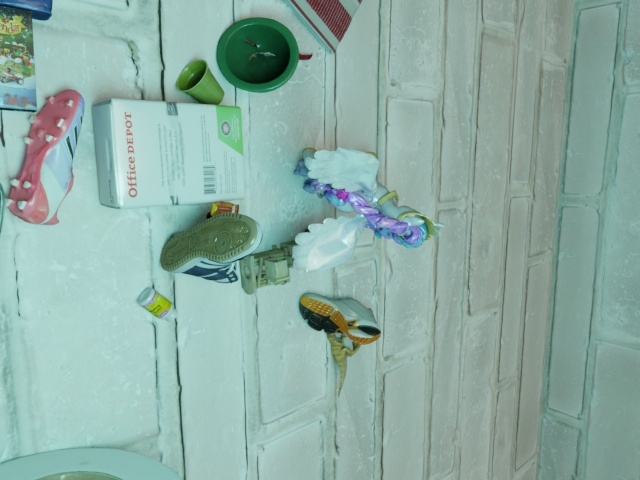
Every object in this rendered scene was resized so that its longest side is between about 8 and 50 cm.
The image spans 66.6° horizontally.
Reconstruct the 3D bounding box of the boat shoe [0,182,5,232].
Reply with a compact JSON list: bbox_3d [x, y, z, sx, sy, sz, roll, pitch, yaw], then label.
[{"bbox_3d":[-0.589,0.044,0.759,0.121,0.119,0.335,17,86,-42],"label":"boat shoe"}]

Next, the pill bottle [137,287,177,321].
[{"bbox_3d":[-0.346,0.140,1.045,0.083,0.043,0.043,48,66,-36],"label":"pill bottle"}]

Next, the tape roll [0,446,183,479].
[{"bbox_3d":[-0.417,0.466,0.808,0.392,0.392,0.072,7,92,-42],"label":"tape roll"}]

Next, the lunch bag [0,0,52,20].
[{"bbox_3d":[-0.497,-0.409,0.801,0.098,0.067,0.065,-5,100,-40],"label":"lunch bag"}]

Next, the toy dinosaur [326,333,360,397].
[{"bbox_3d":[0.064,0.342,1.449,0.112,0.064,0.211,-19,101,-20],"label":"toy dinosaur"}]

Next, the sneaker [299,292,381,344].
[{"bbox_3d":[0.050,0.203,1.392,0.262,0.121,0.099,29,118,-23],"label":"sneaker"}]

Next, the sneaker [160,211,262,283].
[{"bbox_3d":[-0.191,0.023,1.023,0.153,0.282,0.099,23,61,-47],"label":"sneaker"}]

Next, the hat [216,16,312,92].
[{"bbox_3d":[-0.127,-0.408,1.165,0.209,0.183,0.173,3,88,-1],"label":"hat"}]

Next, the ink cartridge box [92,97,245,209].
[{"bbox_3d":[-0.299,-0.174,0.986,0.273,0.115,0.198,-9,103,-41],"label":"ink cartridge box"}]

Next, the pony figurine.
[{"bbox_3d":[0.077,-0.104,1.169,0.351,0.363,0.302,-1,122,-26],"label":"pony figurine"}]

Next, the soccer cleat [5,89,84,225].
[{"bbox_3d":[-0.474,-0.147,0.871,0.095,0.083,0.248,43,61,-68],"label":"soccer cleat"}]

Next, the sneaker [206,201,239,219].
[{"bbox_3d":[-0.216,-0.047,1.072,0.067,0.175,0.064,10,68,-9],"label":"sneaker"}]

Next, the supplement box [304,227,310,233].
[{"bbox_3d":[0.000,0.000,1.326,0.083,0.055,0.043,21,84,-41],"label":"supplement box"}]

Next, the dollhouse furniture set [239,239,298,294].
[{"bbox_3d":[-0.078,0.073,1.195,0.182,0.161,0.101,-13,106,-39],"label":"dollhouse furniture set"}]

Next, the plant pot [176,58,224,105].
[{"bbox_3d":[-0.248,-0.327,1.040,0.079,0.083,0.083,40,70,-52],"label":"plant pot"}]

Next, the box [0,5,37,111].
[{"bbox_3d":[-0.576,-0.289,0.752,0.233,0.044,0.159,-5,101,-36],"label":"box"}]

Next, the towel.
[{"bbox_3d":[0.028,-0.687,1.252,0.237,0.037,0.329,35,75,-42],"label":"towel"}]
